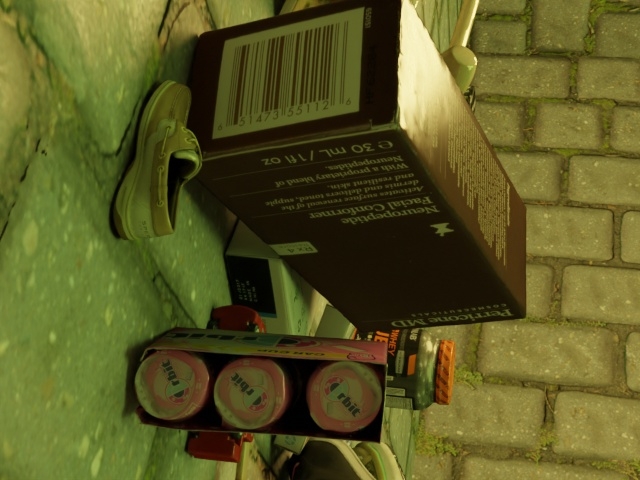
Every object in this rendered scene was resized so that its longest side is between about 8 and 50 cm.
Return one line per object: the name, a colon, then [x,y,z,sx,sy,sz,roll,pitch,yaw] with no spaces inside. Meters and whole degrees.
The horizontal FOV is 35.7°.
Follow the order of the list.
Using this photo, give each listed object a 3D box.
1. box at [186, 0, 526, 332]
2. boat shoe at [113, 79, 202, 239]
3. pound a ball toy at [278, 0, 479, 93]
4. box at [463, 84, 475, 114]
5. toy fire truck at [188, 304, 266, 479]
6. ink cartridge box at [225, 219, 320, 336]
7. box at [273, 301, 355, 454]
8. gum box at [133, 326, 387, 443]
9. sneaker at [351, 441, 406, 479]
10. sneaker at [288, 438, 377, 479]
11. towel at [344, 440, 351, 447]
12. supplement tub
box: [0.052,-0.047,0.914,0.381,0.191,0.143,43,45,-54]
boat shoe: [-0.109,-0.058,0.719,0.050,0.045,0.135,74,23,-59]
pound a ball toy: [0.074,-0.266,1.143,0.136,0.208,0.319,-57,-171,38]
box: [0.121,-0.177,1.424,0.184,0.191,0.045,-68,158,-57]
toy fire truck: [-0.080,0.170,0.938,0.135,0.047,0.192,68,28,-66]
ink cartridge box: [-0.023,-0.032,1.101,0.332,0.065,0.165,-70,160,-47]
box: [0.005,0.153,1.228,0.145,0.038,0.186,-37,147,-76]
gum box: [-0.043,0.109,0.769,0.107,0.188,0.062,-25,118,-85]
sneaker: [0.038,0.383,1.243,0.410,0.182,0.158,-111,-174,-75]
sneaker: [-0.026,0.299,1.144,0.296,0.147,0.104,-161,-109,-70]
towel: [-0.006,0.405,1.419,0.285,0.034,0.209,-36,132,-72]
supplement tub: [0.094,0.180,1.425,0.117,0.190,0.117,4,90,-79]
